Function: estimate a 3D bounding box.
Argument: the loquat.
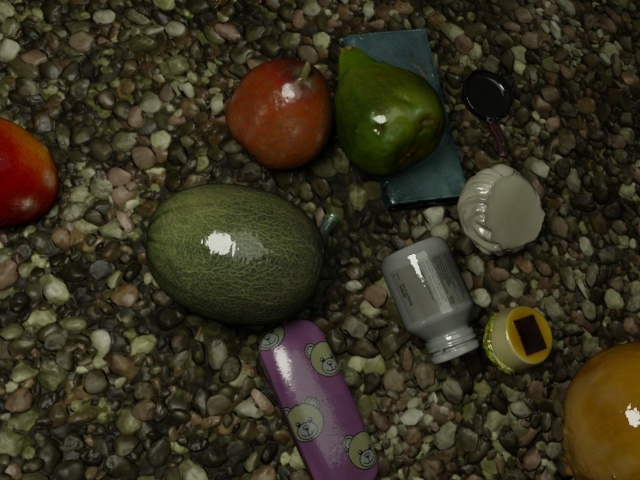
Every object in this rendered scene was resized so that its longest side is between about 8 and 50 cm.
[{"bbox_3d":[0.586,0.337,1.337,0.329,0.328,0.328,4,74,-13],"label":"loquat"}]

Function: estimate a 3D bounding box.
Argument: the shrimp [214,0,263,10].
[{"bbox_3d":[-0.164,-0.496,1.523,0.091,0.025,0.127,38,67,-3],"label":"shrimp"}]

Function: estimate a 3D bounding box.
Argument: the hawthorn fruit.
[{"bbox_3d":[-0.061,-0.247,1.364,0.200,0.251,0.199,10,60,-17],"label":"hawthorn fruit"}]

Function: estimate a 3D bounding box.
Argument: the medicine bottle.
[{"bbox_3d":[0.208,0.112,1.393,0.135,0.135,0.215,-20,81,-18],"label":"medicine bottle"}]

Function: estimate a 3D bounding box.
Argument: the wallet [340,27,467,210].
[{"bbox_3d":[0.172,-0.248,1.529,0.191,0.046,0.378,-10,78,-17],"label":"wallet"}]

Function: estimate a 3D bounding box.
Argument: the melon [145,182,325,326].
[{"bbox_3d":[-0.145,0.024,1.277,0.302,0.237,0.237,14,72,-10],"label":"melon"}]

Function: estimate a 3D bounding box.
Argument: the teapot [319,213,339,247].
[{"bbox_3d":[0.000,0.000,1.423,0.043,0.043,0.110,31,67,-4],"label":"teapot"}]

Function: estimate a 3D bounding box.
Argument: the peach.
[{"bbox_3d":[-0.552,-0.114,1.269,0.196,0.226,0.190,-43,51,12],"label":"peach"}]

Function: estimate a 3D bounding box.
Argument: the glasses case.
[{"bbox_3d":[-0.005,0.293,1.321,0.123,0.076,0.316,-22,82,-18],"label":"glasses case"}]

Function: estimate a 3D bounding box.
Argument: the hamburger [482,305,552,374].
[{"bbox_3d":[0.371,0.190,1.443,0.141,0.081,0.126,-32,87,-32],"label":"hamburger"}]

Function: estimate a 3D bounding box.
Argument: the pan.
[{"bbox_3d":[0.359,-0.261,1.581,0.115,0.040,0.212,-2,69,-15],"label":"pan"}]

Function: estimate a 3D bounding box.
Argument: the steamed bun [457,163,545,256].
[{"bbox_3d":[0.343,-0.054,1.481,0.183,0.106,0.182,0,90,-26],"label":"steamed bun"}]

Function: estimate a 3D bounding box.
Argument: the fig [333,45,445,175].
[{"bbox_3d":[0.098,-0.257,1.409,0.206,0.206,0.275,-23,62,-19],"label":"fig"}]
